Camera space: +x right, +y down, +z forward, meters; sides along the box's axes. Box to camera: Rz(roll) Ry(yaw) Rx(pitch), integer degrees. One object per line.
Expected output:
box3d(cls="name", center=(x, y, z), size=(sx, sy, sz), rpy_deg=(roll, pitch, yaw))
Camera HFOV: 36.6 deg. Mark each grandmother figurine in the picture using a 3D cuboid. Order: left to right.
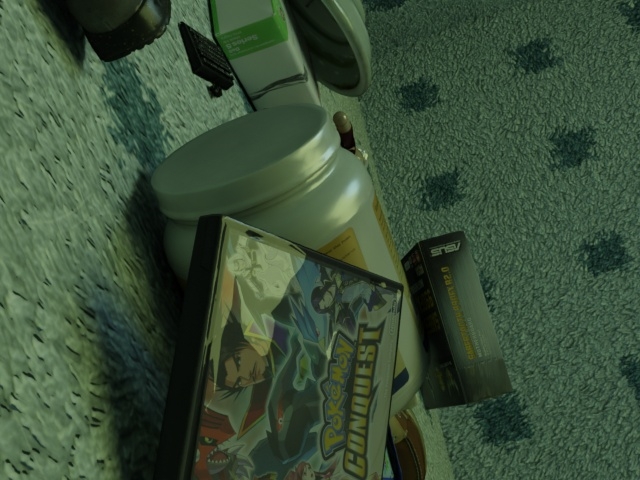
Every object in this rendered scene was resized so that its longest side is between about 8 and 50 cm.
box3d(cls="grandmother figurine", center=(0.016, -0.142, 1.847), size=(0.104, 0.207, 0.342), rpy_deg=(38, 16, 11))

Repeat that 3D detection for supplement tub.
box3d(cls="supplement tub", center=(-0.030, 0.036, 1.034), size=(0.228, 0.228, 0.316), rpy_deg=(-89, 159, -64))

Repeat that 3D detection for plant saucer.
box3d(cls="plant saucer", center=(-0.021, -0.457, 1.852), size=(0.400, 0.100, 0.400), rpy_deg=(45, -11, 11))

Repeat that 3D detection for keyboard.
box3d(cls="keyboard", center=(-0.164, -0.265, 1.462), size=(0.180, 0.023, 0.108), rpy_deg=(-5, 77, -80))

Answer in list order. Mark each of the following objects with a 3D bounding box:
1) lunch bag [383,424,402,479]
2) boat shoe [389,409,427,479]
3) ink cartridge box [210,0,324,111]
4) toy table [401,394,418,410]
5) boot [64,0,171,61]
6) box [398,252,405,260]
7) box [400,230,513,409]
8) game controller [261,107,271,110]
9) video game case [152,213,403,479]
box3d(cls="lunch bag", center=(0.063, 0.302, 1.417), size=(0.151, 0.096, 0.128), rpy_deg=(26, 46, -56))
box3d(cls="boat shoe", center=(0.071, 0.282, 1.572), size=(0.324, 0.123, 0.120), rpy_deg=(62, 17, -13))
box3d(cls="ink cartridge box", center=(-0.097, -0.355, 1.735), size=(0.273, 0.115, 0.198), rpy_deg=(61, 14, -52))
box3d(cls="toy table", center=(0.022, 0.126, 1.306), size=(0.252, 0.161, 0.274), rpy_deg=(-126, -159, -87))
box3d(cls="boot", center=(-0.235, -0.358, 0.953), size=(0.222, 0.118, 0.338), rpy_deg=(55, 14, -45))
box3d(cls="box", center=(0.096, 0.127, 1.679), size=(0.149, 0.127, 0.232), rpy_deg=(26, -31, 34))
box3d(cls="box", center=(0.143, 0.102, 1.135), size=(0.231, 0.056, 0.183), rpy_deg=(115, -39, -78))
box3d(cls="game controller", center=(-0.052, -0.039, 1.487), size=(0.166, 0.067, 0.319), rpy_deg=(-68, 140, -57))
box3d(cls="video game case", center=(-0.026, 0.142, 0.836), size=(0.248, 0.035, 0.274), rpy_deg=(22, 71, -45))
